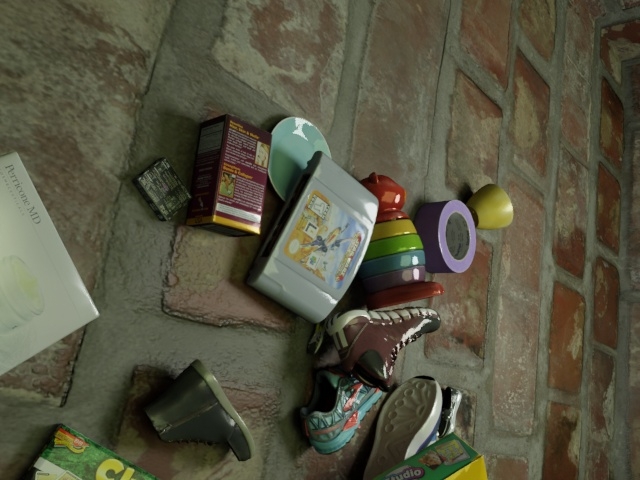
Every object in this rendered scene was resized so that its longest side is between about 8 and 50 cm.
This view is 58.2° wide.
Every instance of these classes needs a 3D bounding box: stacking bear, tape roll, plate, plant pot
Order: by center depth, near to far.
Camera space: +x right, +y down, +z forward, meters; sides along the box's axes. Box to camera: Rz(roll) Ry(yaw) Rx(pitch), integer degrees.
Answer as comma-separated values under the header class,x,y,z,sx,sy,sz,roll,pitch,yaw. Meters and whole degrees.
class,x,y,z,sx,sy,sz,roll,pitch,yaw
plate,-0.045,-0.153,1.160,0.188,0.024,0.188,6,82,-47
stacking bear,0.148,-0.004,1.261,0.175,0.164,0.289,86,-8,-82
tape roll,0.325,-0.009,1.501,0.189,0.080,0.189,6,81,-46
plant pot,0.463,-0.084,1.634,0.095,0.134,0.134,-22,104,-21

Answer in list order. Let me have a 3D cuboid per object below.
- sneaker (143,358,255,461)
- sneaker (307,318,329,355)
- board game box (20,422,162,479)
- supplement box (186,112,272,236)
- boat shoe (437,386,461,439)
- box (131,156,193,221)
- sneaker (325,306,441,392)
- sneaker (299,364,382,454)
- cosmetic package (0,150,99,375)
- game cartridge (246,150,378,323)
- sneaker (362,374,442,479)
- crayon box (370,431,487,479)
class,x,y,z,sx,sy,sz,roll,pitch,yaw
sneaker,-0.196,0.305,0.937,0.118,0.083,0.222,-37,121,-22
sneaker,0.003,0.199,1.175,0.035,0.031,0.083,44,57,-36
board game box,-0.285,0.377,0.791,0.259,0.030,0.136,37,56,-15
supplement box,-0.156,-0.108,0.996,0.104,0.081,0.188,17,75,-44
boat shoe,0.325,0.447,1.492,0.040,0.049,0.142,36,59,-18
box,-0.255,-0.083,0.934,0.067,0.018,0.083,-51,122,-36
sneaker,0.145,0.228,1.184,0.281,0.106,0.162,1,61,-29
sneaker,0.052,0.296,1.169,0.262,0.104,0.125,-51,119,-38
cosmetic package,-0.422,0.046,0.660,0.224,0.138,0.224,-37,113,-43
game cartridge,0.000,0.000,1.128,0.198,0.062,0.297,34,72,-27
sneaker,0.217,0.503,1.320,0.323,0.130,0.236,-58,133,-36
crayon box,0.173,0.604,1.139,0.363,0.106,0.313,-23,115,-18
